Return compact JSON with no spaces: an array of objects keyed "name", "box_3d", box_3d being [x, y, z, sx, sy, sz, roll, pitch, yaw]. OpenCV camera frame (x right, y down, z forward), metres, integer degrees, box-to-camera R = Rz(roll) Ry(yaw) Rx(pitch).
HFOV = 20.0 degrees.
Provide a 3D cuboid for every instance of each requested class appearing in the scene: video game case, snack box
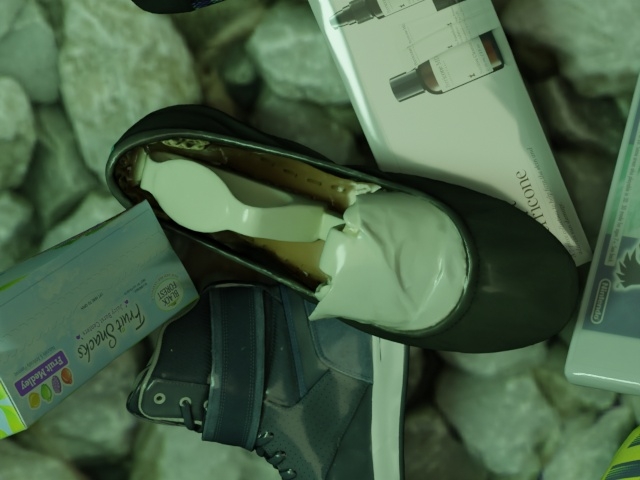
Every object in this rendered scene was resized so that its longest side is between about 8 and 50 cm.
[{"name":"video game case","box_3d":[0.244,-0.002,0.996,0.183,0.023,0.201,9,70,24]},{"name":"snack box","box_3d":[-0.194,0.069,0.982,0.207,0.174,0.070,-26,97,34]}]

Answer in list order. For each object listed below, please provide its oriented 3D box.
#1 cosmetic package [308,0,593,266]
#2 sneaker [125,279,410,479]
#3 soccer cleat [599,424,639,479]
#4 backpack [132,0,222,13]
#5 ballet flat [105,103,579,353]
[{"name":"cosmetic package","box_3d":[0.067,-0.082,1.047,0.099,0.060,0.239,-23,96,6]},{"name":"sneaker","box_3d":[-0.032,0.132,1.058,0.163,0.086,0.226,0,88,-9]},{"name":"soccer cleat","box_3d":[0.272,0.113,1.036,0.289,0.121,0.093,-33,96,6]},{"name":"backpack","box_3d":[-0.031,-0.267,0.958,0.253,0.191,0.225,-22,76,0]},{"name":"ballet flat","box_3d":[0.000,0.000,0.996,0.280,0.096,0.095,18,104,22]}]
